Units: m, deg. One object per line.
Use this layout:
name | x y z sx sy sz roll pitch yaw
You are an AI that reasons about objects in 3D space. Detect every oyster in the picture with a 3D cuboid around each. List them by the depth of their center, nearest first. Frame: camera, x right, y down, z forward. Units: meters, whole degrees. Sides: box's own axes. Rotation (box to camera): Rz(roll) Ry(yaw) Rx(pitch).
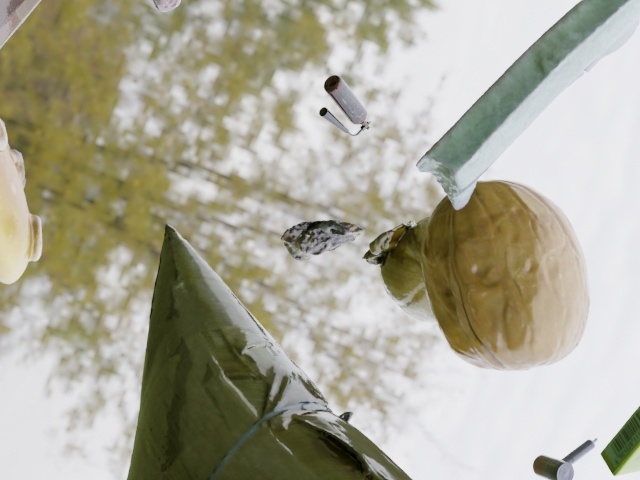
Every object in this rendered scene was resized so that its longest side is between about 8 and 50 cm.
oyster | 0.003 -0.001 1.539 0.083 0.054 0.019 -17 -125 16

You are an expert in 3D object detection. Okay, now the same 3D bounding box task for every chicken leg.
chicken leg | 0.170 0.032 2.269 0.429 0.201 0.153 -25 108 -85

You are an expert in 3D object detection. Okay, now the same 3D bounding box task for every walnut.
walnut | 0.184 0.035 1.599 0.165 0.165 0.197 -27 -102 67

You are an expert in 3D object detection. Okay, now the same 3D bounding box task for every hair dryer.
hair dryer | 0.396 0.342 2.526 0.114 0.037 0.063 -31 -158 -24

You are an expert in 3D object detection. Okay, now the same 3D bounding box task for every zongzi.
zongzi | -0.120 0.229 1.229 0.356 0.174 0.393 -49 -125 7

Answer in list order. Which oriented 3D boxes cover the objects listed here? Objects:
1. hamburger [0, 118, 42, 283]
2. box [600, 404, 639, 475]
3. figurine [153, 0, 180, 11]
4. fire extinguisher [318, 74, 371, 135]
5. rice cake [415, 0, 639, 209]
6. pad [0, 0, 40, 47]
hamburger | -0.460 -0.066 2.006 0.303 0.186 0.261 -134 -156 -64
box | 0.530 0.195 2.139 0.047 0.187 0.335 64 -37 32
figurine | -0.115 -0.397 1.899 0.287 0.176 0.186 -24 171 16
fire extinguisher | 0.030 -0.150 1.894 0.032 0.100 0.046 11 -116 39
rice cake | 0.203 -0.145 1.489 0.290 0.051 0.081 -44 146 -14
pad | -0.378 -0.282 1.661 0.002 0.176 0.266 -28 -157 30
